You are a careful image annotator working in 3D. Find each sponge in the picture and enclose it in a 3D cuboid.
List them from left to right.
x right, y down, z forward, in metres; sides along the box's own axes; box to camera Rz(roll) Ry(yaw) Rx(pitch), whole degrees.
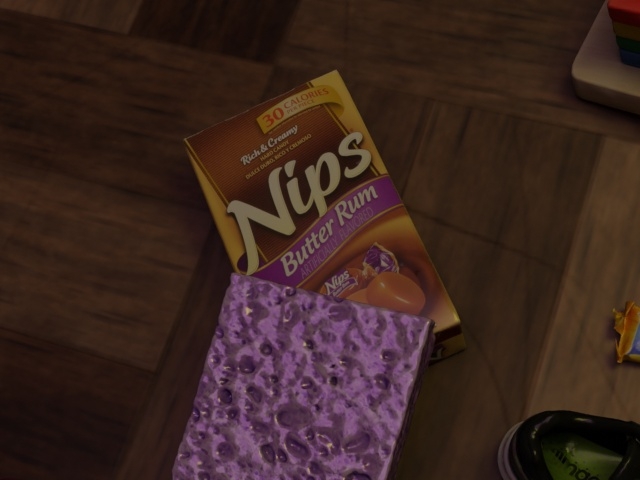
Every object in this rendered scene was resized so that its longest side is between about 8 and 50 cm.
[{"bbox_3d":[-0.021,0.128,0.654,0.117,0.031,0.210,14,82,16],"label":"sponge"}]

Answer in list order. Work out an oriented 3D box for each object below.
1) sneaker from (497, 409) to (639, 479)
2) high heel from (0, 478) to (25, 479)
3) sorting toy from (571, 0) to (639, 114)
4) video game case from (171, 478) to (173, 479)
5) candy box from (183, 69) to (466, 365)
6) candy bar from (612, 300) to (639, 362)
[{"bbox_3d":[0.171,0.136,0.634,0.170,0.075,0.063,25,75,19],"label":"sneaker"},{"bbox_3d":[-0.199,0.248,0.646,0.117,0.082,0.244,-17,50,34],"label":"high heel"},{"bbox_3d":[0.310,-0.177,0.705,0.257,0.089,0.255,21,72,28],"label":"sorting toy"},{"bbox_3d":[-0.034,0.224,0.667,0.193,0.023,0.212,-40,66,-7],"label":"video game case"},{"bbox_3d":[0.000,0.000,0.738,0.109,0.053,0.186,-25,64,1],"label":"candy box"},{"bbox_3d":[0.244,0.062,0.682,0.162,0.018,0.040,8,70,13],"label":"candy bar"}]
